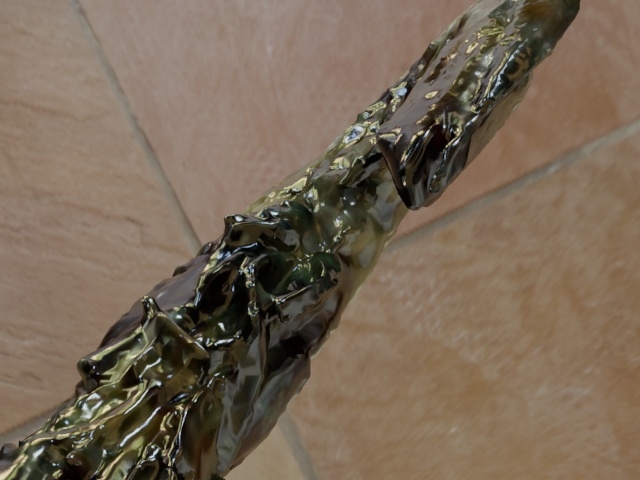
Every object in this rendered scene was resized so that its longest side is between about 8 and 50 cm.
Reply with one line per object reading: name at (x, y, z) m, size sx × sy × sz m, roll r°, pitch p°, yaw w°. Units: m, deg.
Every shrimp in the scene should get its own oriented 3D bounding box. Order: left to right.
shrimp at (0.000, 0.000, 0.470) m, size 0.071 × 0.233 × 0.365 m, roll 43°, pitch 38°, yaw -1°
